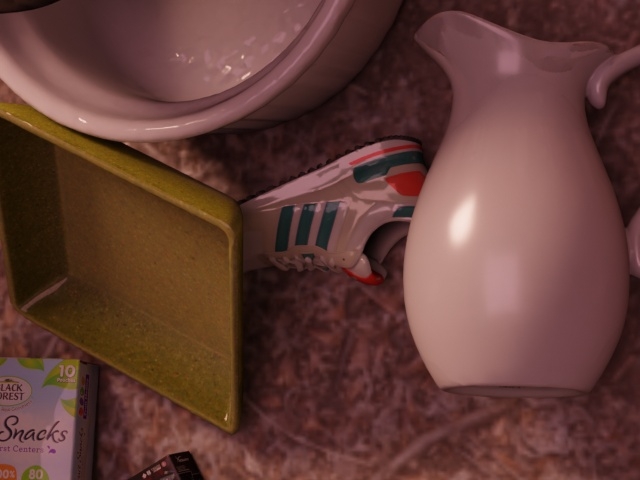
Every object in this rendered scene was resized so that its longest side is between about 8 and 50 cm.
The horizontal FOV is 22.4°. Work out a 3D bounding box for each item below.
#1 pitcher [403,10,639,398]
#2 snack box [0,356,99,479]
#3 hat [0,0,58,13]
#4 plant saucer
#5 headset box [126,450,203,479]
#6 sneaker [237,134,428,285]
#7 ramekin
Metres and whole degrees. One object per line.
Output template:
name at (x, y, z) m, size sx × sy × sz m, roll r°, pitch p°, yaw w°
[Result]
pitcher at (0.137, -0.017, 0.911) m, size 0.177 × 0.125 × 0.207 m, roll 2°, pitch 80°, yaw 4°
snack box at (-0.201, 0.149, 1.062) m, size 0.100 × 0.037 × 0.141 m, roll 0°, pitch 79°, yaw 15°
hat at (-0.161, -0.296, 0.877) m, size 0.331 × 0.134 × 0.331 m, roll 10°, pitch 110°, yaw 28°
plant saucer at (-0.115, 0.008, 0.999) m, size 0.188 × 0.045 × 0.188 m, roll 26°, pitch 140°, yaw 21°
headset box at (-0.096, 0.186, 1.035) m, size 0.062 × 0.032 × 0.083 m, roll -32°, pitch 76°, yaw 18°
sneaker at (0.000, 0.000, 0.988) m, size 0.161 × 0.057 × 0.075 m, roll -26°, pitch 74°, yaw 16°
ramekin at (-0.075, -0.192, 0.983) m, size 0.277 × 0.135 × 0.277 m, roll -1°, pitch 88°, yaw 22°
